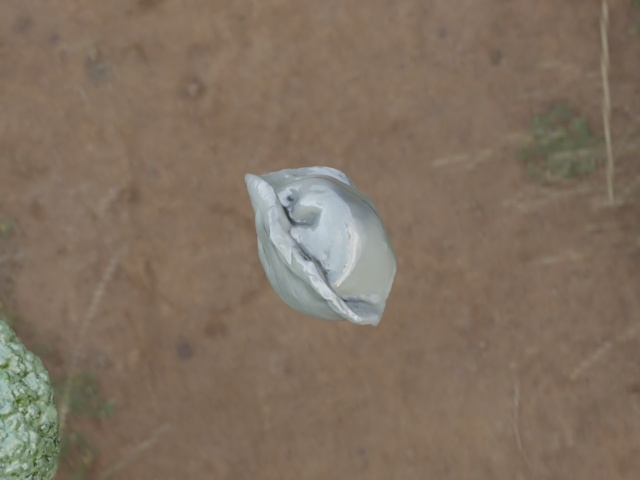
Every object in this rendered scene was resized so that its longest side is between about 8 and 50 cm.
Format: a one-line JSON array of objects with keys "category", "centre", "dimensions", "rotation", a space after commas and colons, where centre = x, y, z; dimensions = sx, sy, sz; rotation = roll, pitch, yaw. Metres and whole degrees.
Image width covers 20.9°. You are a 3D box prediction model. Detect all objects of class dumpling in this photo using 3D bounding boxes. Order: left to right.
[{"category": "dumpling", "centre": [0.000, 0.000, 1.783], "dimensions": [0.132, 0.162, 0.250], "rotation": [-54, 31, 28]}]

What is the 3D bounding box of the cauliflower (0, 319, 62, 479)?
[{"category": "cauliflower", "centre": [-0.344, 0.126, 1.246], "dimensions": [0.275, 0.272, 0.250], "rotation": [-34, 4, 30]}]
